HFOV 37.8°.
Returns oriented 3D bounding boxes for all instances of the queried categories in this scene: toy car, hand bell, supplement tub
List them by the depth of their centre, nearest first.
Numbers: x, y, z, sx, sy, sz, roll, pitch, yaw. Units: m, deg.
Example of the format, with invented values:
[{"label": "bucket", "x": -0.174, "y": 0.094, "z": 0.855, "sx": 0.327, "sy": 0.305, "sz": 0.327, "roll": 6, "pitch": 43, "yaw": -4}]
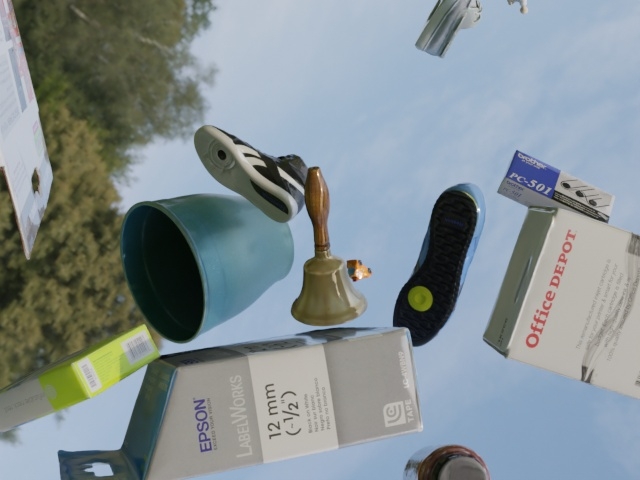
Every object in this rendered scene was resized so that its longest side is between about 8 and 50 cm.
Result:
[{"label": "supplement tub", "x": 0.183, "y": 0.347, "z": 1.349, "sx": 0.106, "sy": 0.106, "sz": 0.198, "roll": -59, "pitch": 177, "yaw": -13}, {"label": "hand bell", "x": 0.000, "y": 0.000, "z": 1.461, "sx": 0.126, "sy": 0.242, "sz": 0.126, "roll": -6, "pitch": -156, "yaw": 3}, {"label": "toy car", "x": 0.045, "y": 0.064, "z": 1.963, "sx": 0.122, "sy": 0.060, "sz": 0.040, "roll": 5, "pitch": -121, "yaw": 34}]

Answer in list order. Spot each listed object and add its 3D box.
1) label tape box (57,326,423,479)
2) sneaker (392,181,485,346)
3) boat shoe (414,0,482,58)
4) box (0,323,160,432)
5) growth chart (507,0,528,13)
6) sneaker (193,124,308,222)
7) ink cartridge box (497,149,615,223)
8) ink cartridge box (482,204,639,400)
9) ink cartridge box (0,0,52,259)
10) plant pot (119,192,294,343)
[{"label": "label tape box", "x": -0.101, "y": 0.167, "z": 0.984, "sx": 0.249, "sy": 0.348, "sz": 0.115, "roll": 164, "pitch": -80, "yaw": -73}, {"label": "sneaker", "x": 0.149, "y": 0.030, "z": 1.123, "sx": 0.082, "sy": 0.069, "sz": 0.209, "roll": -24, "pitch": 135, "yaw": -65}, {"label": "boat shoe", "x": 0.257, "y": -0.425, "z": 1.733, "sx": 0.227, "sy": 0.081, "sz": 0.079, "roll": -53, "pitch": -167, "yaw": 52}, {"label": "box", "x": -0.259, "y": 0.143, "z": 0.938, "sx": 0.178, "sy": 0.042, "sz": 0.109, "roll": -23, "pitch": -176, "yaw": 33}, {"label": "growth chart", "x": 0.308, "y": -0.550, "z": 1.816, "sx": 0.237, "sy": 0.172, "sz": 0.021, "roll": 37, "pitch": -109, "yaw": 26}, {"label": "sneaker", "x": -0.104, "y": -0.128, "z": 1.579, "sx": 0.079, "sy": 0.217, "sz": 0.121, "roll": -50, "pitch": 177, "yaw": 42}, {"label": "ink cartridge box", "x": 0.444, "y": -0.087, "z": 1.760, "sx": 0.097, "sy": 0.207, "sz": 0.046, "roll": -59, "pitch": 173, "yaw": -45}, {"label": "ink cartridge box", "x": 0.424, "y": 0.099, "z": 1.364, "sx": 0.129, "sy": 0.308, "sz": 0.223, "roll": -142, "pitch": -110, "yaw": -82}, {"label": "ink cartridge box", "x": -0.313, "y": -0.134, "z": 0.741, "sx": 0.130, "sy": 0.271, "sz": 0.309, "roll": -13, "pitch": -163, "yaw": -8}, {"label": "plant pot", "x": -0.200, "y": 0.026, "z": 1.780, "sx": 0.255, "sy": 0.271, "sz": 0.272, "roll": -21, "pitch": -169, "yaw": -39}]
